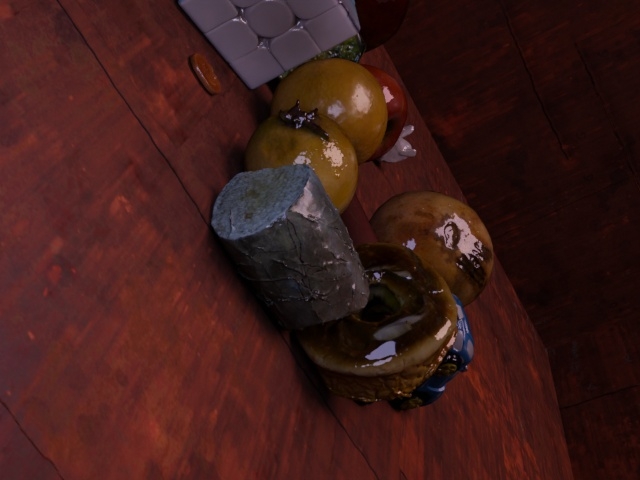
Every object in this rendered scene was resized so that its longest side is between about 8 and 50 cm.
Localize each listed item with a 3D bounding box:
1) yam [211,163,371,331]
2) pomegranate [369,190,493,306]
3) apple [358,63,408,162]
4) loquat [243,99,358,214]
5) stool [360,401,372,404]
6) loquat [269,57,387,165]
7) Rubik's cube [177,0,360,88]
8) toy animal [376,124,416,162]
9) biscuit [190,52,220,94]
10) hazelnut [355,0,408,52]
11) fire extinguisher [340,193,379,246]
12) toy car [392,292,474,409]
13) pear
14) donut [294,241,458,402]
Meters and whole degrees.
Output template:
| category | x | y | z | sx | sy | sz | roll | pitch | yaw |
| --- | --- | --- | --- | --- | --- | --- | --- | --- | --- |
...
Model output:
| category | x | y | z | sx | sy | sz | roll | pitch | yaw |
| --- | --- | --- | --- | --- | --- | --- | --- | --- | --- |
| yam | -0.049 | 0.028 | 1.462 | 0.271 | 0.202 | 0.201 | 55 | 43 | -31 |
| pomegranate | 0.253 | 0.031 | 1.993 | 0.322 | 0.322 | 0.322 | 53 | 22 | -33 |
| apple | 0.098 | -0.330 | 2.184 | 0.216 | 0.260 | 0.260 | 44 | 7 | 30 |
| loquat | -0.035 | -0.149 | 1.630 | 0.244 | 0.244 | 0.244 | 53 | 22 | -33 |
| stool | 0.128 | 0.239 | 1.734 | 0.153 | 0.139 | 0.228 | 64 | 21 | -2 |
| loquat | 0.023 | -0.275 | 1.888 | 0.275 | 0.275 | 0.275 | 53 | 22 | -33 |
| Rubik's cube | -0.117 | -0.570 | 1.843 | 0.291 | 0.292 | 0.290 | 45 | 28 | -44 |
| toy animal | 0.215 | -0.376 | 2.736 | 0.140 | 0.138 | 0.282 | 42 | 28 | -41 |
| biscuit | -0.231 | -0.334 | 1.675 | 0.091 | 0.015 | 0.078 | 58 | 18 | -22 |
| hazelnut | 0.070 | -0.754 | 2.537 | 0.421 | 0.352 | 0.421 | 18 | 41 | -17 |
| fire extinguisher | 0.056 | -0.033 | 1.925 | 0.147 | 0.106 | 0.337 | 82 | -12 | -54 |
| toy car | 0.258 | 0.245 | 1.875 | 0.166 | 0.314 | 0.198 | 5 | 50 | -24 |
| pear | -0.032 | -0.479 | 2.124 | 0.164 | 0.238 | 0.255 | 52 | -3 | -22 |
| donut | 0.110 | 0.155 | 1.585 | 0.330 | 0.330 | 0.160 | -93 | 167 | -47 |
